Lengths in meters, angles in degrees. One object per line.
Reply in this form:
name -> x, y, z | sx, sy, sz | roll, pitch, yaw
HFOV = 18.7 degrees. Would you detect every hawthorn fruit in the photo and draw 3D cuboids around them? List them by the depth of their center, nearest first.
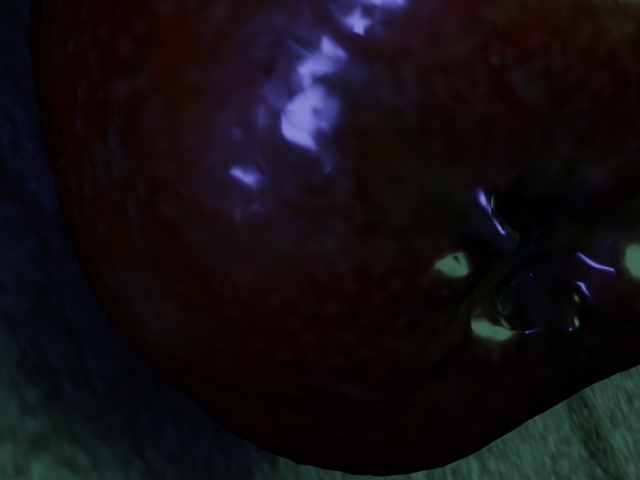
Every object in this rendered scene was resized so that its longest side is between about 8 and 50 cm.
hawthorn fruit -> 0.005, -0.096, 0.737 | 0.369, 0.285, 0.285 | 52, 18, 30
